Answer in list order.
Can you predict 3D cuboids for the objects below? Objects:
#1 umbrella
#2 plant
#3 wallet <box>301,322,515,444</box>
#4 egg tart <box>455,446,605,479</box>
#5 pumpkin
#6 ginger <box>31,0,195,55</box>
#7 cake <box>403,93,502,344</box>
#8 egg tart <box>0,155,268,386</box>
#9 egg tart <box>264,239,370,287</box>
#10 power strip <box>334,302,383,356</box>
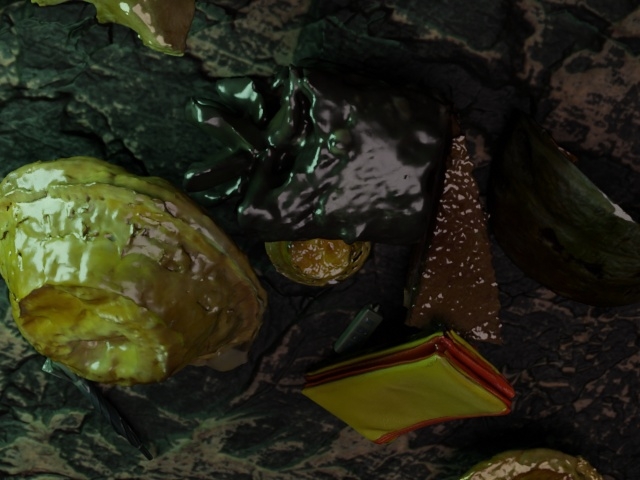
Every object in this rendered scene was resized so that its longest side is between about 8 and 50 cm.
[{"bbox_3d":[-0.286,0.182,1.552,0.044,0.044,0.269,-14,121,35],"label":"umbrella"},{"bbox_3d":[-0.012,-0.098,1.354,0.276,0.199,0.188,5,105,0],"label":"plant"},{"bbox_3d":[0.105,0.172,1.524,0.141,0.067,0.241,38,143,-26],"label":"wallet"},{"bbox_3d":[0.259,0.354,1.667,0.241,0.106,0.241,-2,115,-3],"label":"egg tart"},{"bbox_3d":[0.298,0.009,1.459,0.312,0.169,0.148,37,105,-22],"label":"pumpkin"},{"bbox_3d":[-0.286,-0.344,1.257,0.348,0.122,0.363,4,110,-11],"label":"ginger"},{"bbox_3d":[0.140,-0.018,1.458,0.113,0.116,0.295,-7,118,-4],"label":"cake"},{"bbox_3d":[-0.219,0.055,1.375,0.341,0.129,0.341,10,140,9],"label":"egg tart"},{"bbox_3d":[0.000,0.000,1.487,0.130,0.052,0.130,-2,115,-4],"label":"egg tart"},{"bbox_3d":[0.047,0.110,1.567,0.027,0.017,0.083,28,112,-20],"label":"power strip"}]
